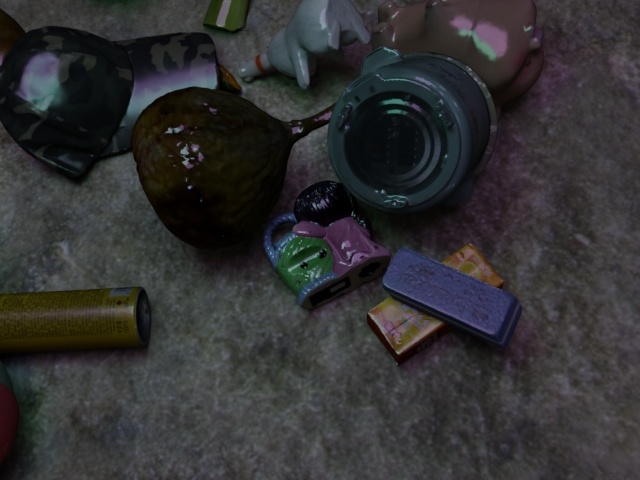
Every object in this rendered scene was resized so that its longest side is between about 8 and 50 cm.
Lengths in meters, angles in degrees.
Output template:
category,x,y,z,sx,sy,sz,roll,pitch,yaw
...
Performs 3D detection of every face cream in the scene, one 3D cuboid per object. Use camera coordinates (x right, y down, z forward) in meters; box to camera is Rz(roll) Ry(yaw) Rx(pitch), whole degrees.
category,x,y,z,sx,sy,sz,roll,pitch,yaw
face cream,-0.475,0.139,1.338,0.348,0.105,0.105,-3,64,2

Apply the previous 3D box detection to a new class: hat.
category,x,y,z,sx,sy,sz,roll,pitch,yaw
hat,-0.409,-0.331,1.517,0.381,0.257,0.366,-23,65,15

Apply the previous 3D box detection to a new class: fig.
category,x,y,z,sx,sy,sz,roll,pitch,yaw
fig,-0.131,-0.165,1.344,0.368,0.286,0.286,-31,66,-3

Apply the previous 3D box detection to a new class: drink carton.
category,x,y,z,sx,sy,sz,roll,pitch,yaw
drink carton,0.194,0.107,1.322,0.222,0.071,0.096,-33,67,-10

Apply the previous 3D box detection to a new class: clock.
category,x,y,z,sx,sy,sz,roll,pitch,yaw
clock,0.000,0.000,1.374,0.193,0.100,0.196,-26,64,-6

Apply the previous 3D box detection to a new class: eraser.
category,x,y,z,sx,sy,sz,roll,pitch,yaw
eraser,0.214,0.091,1.268,0.225,0.036,0.082,25,68,16

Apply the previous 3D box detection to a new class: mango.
category,x,y,z,sx,sy,sz,roll,pitch,yaw
mango,-0.678,-0.411,1.616,0.133,0.111,0.268,-34,67,6

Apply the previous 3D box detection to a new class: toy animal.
category,x,y,z,sx,sy,sz,roll,pitch,yaw
toy animal,0.259,-0.359,1.471,0.326,0.269,0.237,-3,58,39
toy animal,-0.032,-0.370,1.522,0.140,0.282,0.138,-38,93,-42

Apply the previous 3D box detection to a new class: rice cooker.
category,x,y,z,sx,sy,sz,roll,pitch,yaw
rice cooker,0.158,-0.188,1.342,0.264,0.316,0.317,-33,61,26

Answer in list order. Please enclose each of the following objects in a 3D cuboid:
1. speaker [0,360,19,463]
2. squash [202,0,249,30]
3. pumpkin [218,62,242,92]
category,x,y,z,sx,sy,sz,roll,pitch,yaw
speaker,-0.609,0.273,1.194,0.294,0.294,0.294,-2,64,4
squash,-0.181,-0.539,1.664,0.090,0.075,0.200,20,88,33
pumpkin,-0.192,-0.324,1.576,0.028,0.050,0.083,-43,50,22
